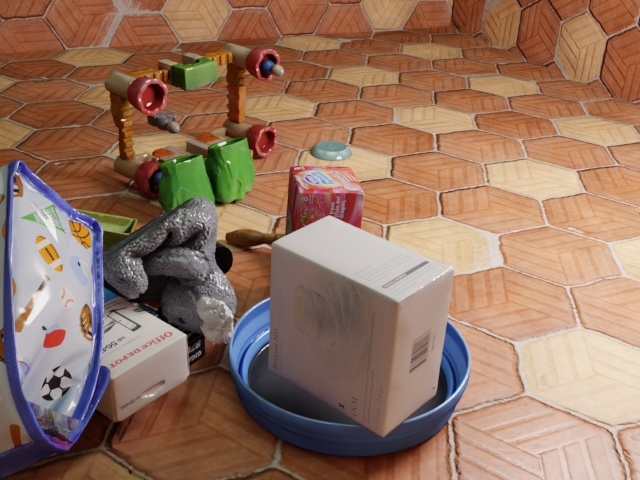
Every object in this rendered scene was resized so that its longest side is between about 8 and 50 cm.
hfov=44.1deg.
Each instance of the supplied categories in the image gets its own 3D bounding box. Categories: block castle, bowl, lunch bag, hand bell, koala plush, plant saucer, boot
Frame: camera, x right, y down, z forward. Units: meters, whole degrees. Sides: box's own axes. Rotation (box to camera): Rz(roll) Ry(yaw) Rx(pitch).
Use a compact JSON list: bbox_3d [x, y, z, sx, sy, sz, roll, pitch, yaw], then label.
[{"bbox_3d":[-0.294,-0.306,1.979,0.213,0.302,0.453,25,36,34],"label":"block castle"},{"bbox_3d":[0.046,0.202,1.291,0.392,0.077,0.391,2,28,-1],"label":"bowl"},{"bbox_3d":[-0.467,0.145,1.052,0.328,0.239,0.385,-23,55,15],"label":"lunch bag"},{"bbox_3d":[-0.096,-0.004,1.665,0.242,0.126,0.126,3,26,25],"label":"hand bell"},{"bbox_3d":[-0.215,0.064,1.295,0.203,0.221,0.196,-34,12,-5],"label":"koala plush"},{"bbox_3d":[-0.443,-0.021,1.471,0.188,0.045,0.188,10,8,-11],"label":"plant saucer"},{"bbox_3d":[-0.350,0.022,1.528,0.264,0.096,0.281,-21,25,-37],"label":"boot"},{"bbox_3d":[0.030,-0.255,2.213,0.120,0.021,0.119,3,27,-1],"label":"plant saucer"}]

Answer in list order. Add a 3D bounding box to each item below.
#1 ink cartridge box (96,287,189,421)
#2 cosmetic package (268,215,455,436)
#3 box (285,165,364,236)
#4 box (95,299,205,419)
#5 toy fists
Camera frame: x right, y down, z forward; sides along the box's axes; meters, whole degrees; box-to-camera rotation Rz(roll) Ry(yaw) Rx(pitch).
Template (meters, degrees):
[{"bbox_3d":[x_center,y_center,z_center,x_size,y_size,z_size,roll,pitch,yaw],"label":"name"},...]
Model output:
[{"bbox_3d":[-0.321,0.167,1.200,0.203,0.085,0.148,22,34,31],"label":"ink cartridge box"},{"bbox_3d":[0.049,0.116,1.131,0.225,0.224,0.138,24,34,35],"label":"cosmetic package"},{"bbox_3d":[0.000,0.000,1.475,0.123,0.256,0.128,0,28,-10],"label":"box"},{"bbox_3d":[-0.327,0.188,1.306,0.175,0.051,0.220,20,32,29],"label":"box"},{"bbox_3d":[-0.264,-0.141,1.846,0.096,0.142,0.279,4,23,40],"label":"toy fists"}]
